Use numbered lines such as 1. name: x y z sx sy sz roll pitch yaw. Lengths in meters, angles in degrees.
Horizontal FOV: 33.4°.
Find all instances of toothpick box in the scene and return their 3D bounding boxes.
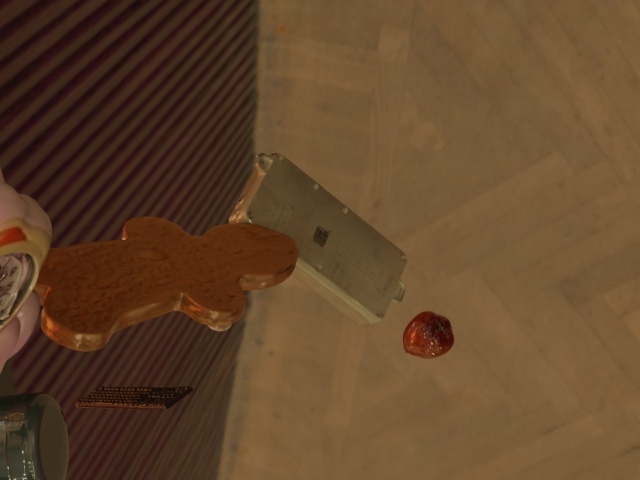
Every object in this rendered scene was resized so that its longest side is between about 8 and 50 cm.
1. toothpick box: -0.385 0.235 1.187 0.184 0.120 0.120 -5 120 4

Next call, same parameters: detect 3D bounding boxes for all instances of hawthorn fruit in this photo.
1. hawthorn fruit: 0.174 0.164 1.776 0.081 0.081 0.093 37 135 -9

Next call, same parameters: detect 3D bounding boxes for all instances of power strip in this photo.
1. power strip: 0.000 0.000 1.376 0.270 0.118 0.046 38 148 -20

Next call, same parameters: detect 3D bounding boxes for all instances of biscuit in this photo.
1. biscuit: -0.173 0.044 1.192 0.216 0.339 0.047 38 128 37

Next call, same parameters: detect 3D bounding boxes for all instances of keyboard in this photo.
1. keyboard: -0.276 0.231 1.570 0.204 0.061 0.013 -7 106 40

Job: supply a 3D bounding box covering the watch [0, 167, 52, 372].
1. watch: -0.361 0.006 0.932 0.217 0.211 0.248 39 118 18
